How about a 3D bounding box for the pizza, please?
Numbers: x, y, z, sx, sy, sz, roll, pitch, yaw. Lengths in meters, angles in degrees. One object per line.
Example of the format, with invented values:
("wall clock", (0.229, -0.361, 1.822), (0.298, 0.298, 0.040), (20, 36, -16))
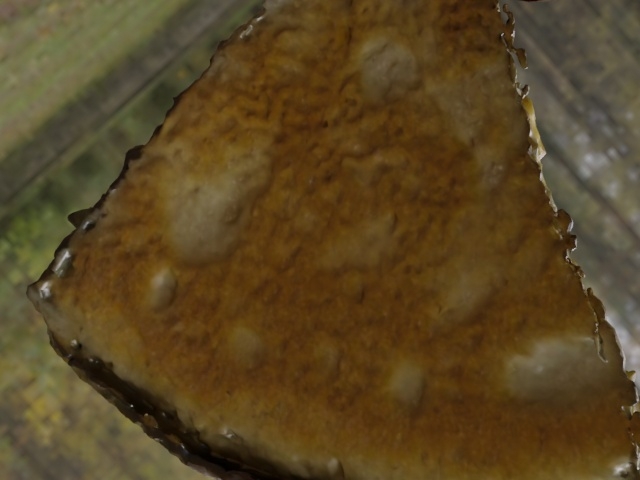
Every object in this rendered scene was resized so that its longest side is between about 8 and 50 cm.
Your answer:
("pizza", (-0.006, 0.032, 1.112), (0.392, 0.435, 0.080), (-21, 172, 20))
